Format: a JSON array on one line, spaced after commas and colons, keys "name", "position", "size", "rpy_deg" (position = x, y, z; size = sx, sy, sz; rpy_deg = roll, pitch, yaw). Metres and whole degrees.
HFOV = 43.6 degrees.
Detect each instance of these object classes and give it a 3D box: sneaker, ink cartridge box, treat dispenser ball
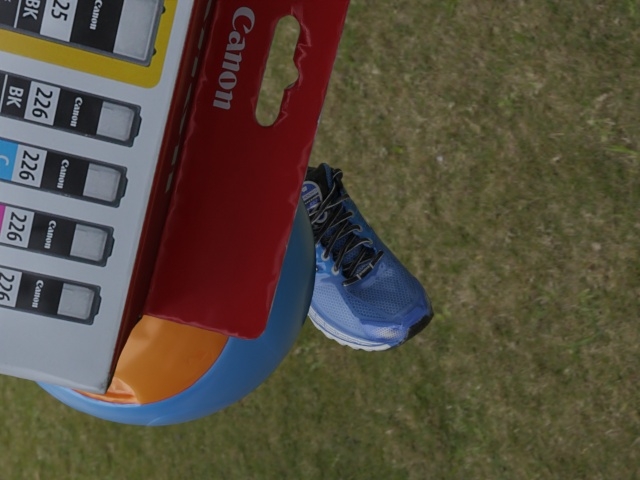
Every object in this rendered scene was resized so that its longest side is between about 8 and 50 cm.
[{"name": "sneaker", "position": [0.000, 0.000, 0.950], "size": [0.330, 0.129, 0.147], "rpy_deg": [41, 162, 31]}, {"name": "ink cartridge box", "position": [-0.119, -0.107, 0.360], "size": [0.130, 0.271, 0.310], "rpy_deg": [-119, 43, -79]}, {"name": "treat dispenser ball", "position": [-0.147, 0.020, 0.721], "size": [0.288, 0.288, 0.288], "rpy_deg": [5, 97, 45]}]
